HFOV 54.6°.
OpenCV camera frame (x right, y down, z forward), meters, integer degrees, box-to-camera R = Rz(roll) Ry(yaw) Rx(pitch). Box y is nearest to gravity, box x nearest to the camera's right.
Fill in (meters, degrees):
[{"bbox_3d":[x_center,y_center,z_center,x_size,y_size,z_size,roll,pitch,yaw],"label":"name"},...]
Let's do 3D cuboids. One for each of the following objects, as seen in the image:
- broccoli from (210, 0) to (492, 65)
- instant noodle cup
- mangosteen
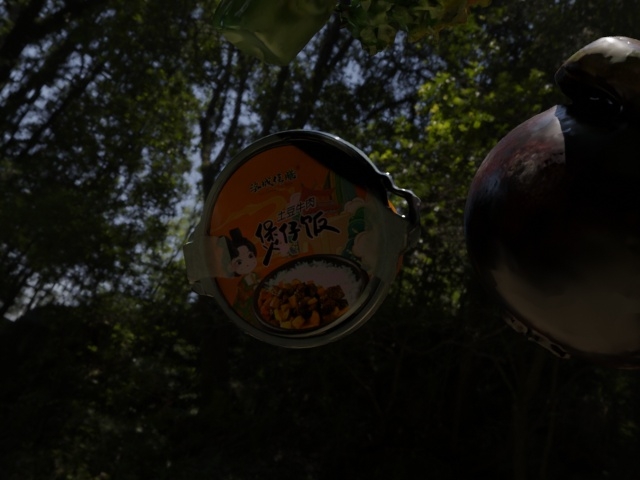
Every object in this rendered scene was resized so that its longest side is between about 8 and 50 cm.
[{"bbox_3d":[0.017,-0.176,0.342,0.194,0.194,0.220,20,-6,20],"label":"broccoli"},{"bbox_3d":[0.000,0.000,0.554,0.208,0.177,0.125,4,-1,23],"label":"instant noodle cup"},{"bbox_3d":[0.199,-0.014,0.419,0.210,0.209,0.210,24,-17,8],"label":"mangosteen"}]
